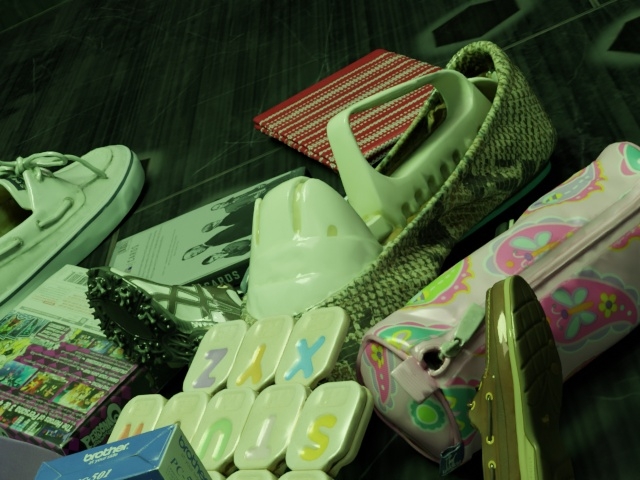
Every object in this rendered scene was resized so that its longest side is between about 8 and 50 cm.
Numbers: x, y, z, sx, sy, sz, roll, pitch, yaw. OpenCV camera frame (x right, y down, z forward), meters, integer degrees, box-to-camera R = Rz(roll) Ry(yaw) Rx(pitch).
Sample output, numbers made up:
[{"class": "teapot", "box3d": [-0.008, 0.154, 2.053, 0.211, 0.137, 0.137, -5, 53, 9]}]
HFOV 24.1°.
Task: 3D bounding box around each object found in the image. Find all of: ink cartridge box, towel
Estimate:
[{"class": "ink cartridge box", "box3d": [-0.085, 0.213, 0.913, 0.097, 0.207, 0.046, -18, 26, 21]}, {"class": "towel", "box3d": [0.052, -0.150, 1.737, 0.199, 0.031, 0.275, -31, 25, -13]}]

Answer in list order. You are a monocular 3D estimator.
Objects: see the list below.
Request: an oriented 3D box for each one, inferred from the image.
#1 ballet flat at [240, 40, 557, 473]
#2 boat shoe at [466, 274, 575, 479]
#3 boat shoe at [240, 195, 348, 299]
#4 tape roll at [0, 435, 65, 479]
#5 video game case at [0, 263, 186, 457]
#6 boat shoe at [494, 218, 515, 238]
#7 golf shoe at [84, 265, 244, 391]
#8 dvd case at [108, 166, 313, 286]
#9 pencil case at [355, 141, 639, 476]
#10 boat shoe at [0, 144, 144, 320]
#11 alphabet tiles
[{"class": "ballet flat", "box3d": [0.044, -0.021, 1.288, 0.164, 0.182, 0.483, -6, 32, 44]}, {"class": "boat shoe", "box3d": [0.124, 0.110, 0.987, 0.060, 0.064, 0.178, -16, 68, 31]}, {"class": "boat shoe", "box3d": [0.000, 0.000, 1.437, 0.083, 0.065, 0.183, 3, 39, 47]}, {"class": "tape roll", "box3d": [-0.329, 0.196, 1.135, 0.275, 0.275, 0.090, -7, 69, 39]}, {"class": "video game case", "box3d": [-0.241, 0.115, 1.447, 0.232, 0.042, 0.210, 10, 45, 43]}, {"class": "boat shoe", "box3d": [0.147, 0.026, 1.247, 0.042, 0.049, 0.133, -10, 32, 18]}, {"class": "golf shoe", "box3d": [-0.122, 0.072, 1.360, 0.198, 0.077, 0.094, 28, 37, 20]}, {"class": "dvd case", "box3d": [-0.123, 0.009, 1.597, 0.238, 0.029, 0.179, -22, 24, 14]}, {"class": "pencil case", "box3d": [0.157, 0.045, 1.101, 0.284, 0.124, 0.124, -35, 24, -21]}, {"class": "boat shoe", "box3d": [-0.352, -0.043, 1.788, 0.136, 0.156, 0.367, -7, 31, 39]}, {"class": "alphabet tiles", "box3d": [-0.081, 0.171, 1.094, 0.284, 0.021, 0.278, -10, 50, 47]}]
